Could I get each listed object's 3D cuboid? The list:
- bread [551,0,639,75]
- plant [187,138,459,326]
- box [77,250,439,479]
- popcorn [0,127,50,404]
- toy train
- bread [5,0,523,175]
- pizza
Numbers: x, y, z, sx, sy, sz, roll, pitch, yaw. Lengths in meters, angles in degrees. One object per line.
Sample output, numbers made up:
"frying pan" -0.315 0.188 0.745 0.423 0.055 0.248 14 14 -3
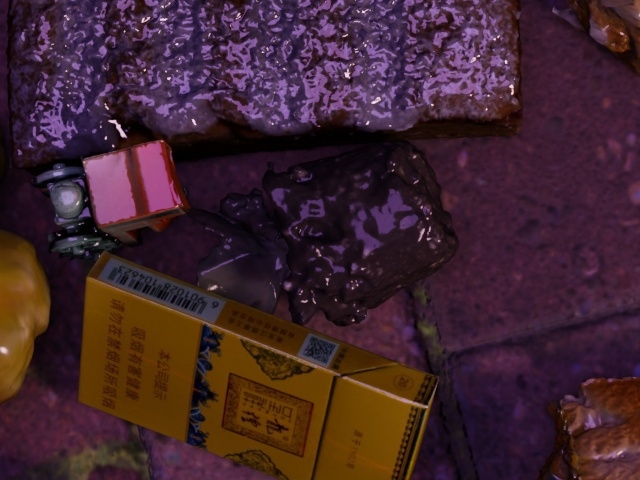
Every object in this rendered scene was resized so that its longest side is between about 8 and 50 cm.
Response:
"bread" 0.273 -0.210 1.520 0.127 0.152 0.147 37 79 8
"plant" 0.000 0.000 1.528 0.203 0.131 0.142 -29 82 17
"box" -0.054 0.114 1.517 0.279 0.153 0.041 21 46 9
"popcorn" -0.372 0.040 1.513 0.326 0.321 0.290 12 101 25
"toy train" -0.156 -0.028 1.528 0.118 0.176 0.074 -13 83 3
"bread" -0.043 -0.149 1.563 0.416 0.113 0.165 -5 84 5
"pizza" 0.264 0.179 1.482 0.229 0.081 0.289 28 58 34
